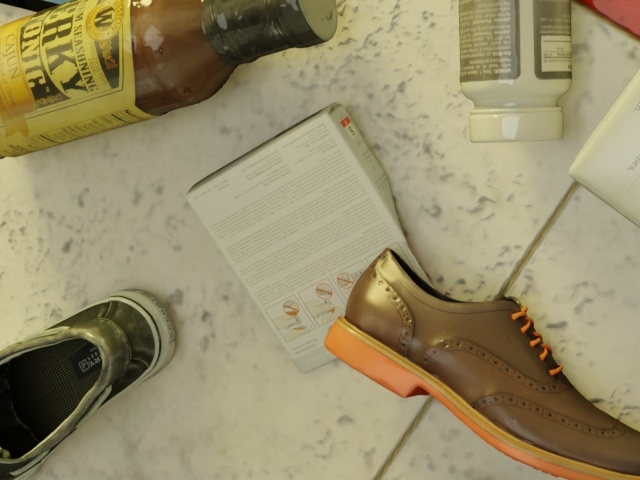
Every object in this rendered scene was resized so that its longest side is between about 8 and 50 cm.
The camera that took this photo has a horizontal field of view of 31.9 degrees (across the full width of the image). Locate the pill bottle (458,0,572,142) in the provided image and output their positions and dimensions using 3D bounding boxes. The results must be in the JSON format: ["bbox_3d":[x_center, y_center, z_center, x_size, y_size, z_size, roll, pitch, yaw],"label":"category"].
[{"bbox_3d":[0.135,-0.137,0.779,0.078,0.078,0.137,1,97,24],"label":"pill bottle"}]

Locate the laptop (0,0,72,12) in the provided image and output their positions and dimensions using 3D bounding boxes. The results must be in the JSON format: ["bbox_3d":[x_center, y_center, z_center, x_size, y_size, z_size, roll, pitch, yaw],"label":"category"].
[{"bbox_3d":[-0.263,-0.322,0.903,0.234,0.264,0.136,17,67,21],"label":"laptop"}]

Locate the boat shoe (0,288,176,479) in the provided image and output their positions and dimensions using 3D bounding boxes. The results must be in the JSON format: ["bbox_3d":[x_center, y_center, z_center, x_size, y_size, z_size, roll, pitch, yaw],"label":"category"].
[{"bbox_3d":[-0.278,0.145,0.983,0.335,0.119,0.121,-38,81,24],"label":"boat shoe"}]

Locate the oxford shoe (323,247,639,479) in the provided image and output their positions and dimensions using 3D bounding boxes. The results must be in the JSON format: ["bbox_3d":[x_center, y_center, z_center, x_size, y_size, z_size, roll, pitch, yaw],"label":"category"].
[{"bbox_3d":[0.138,0.095,0.803,0.271,0.097,0.098,26,94,13],"label":"oxford shoe"}]

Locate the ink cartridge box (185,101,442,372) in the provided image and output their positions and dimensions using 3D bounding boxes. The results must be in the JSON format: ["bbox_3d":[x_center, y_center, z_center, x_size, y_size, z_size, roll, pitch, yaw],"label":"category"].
[{"bbox_3d":[0.000,0.000,0.892,0.145,0.045,0.179,-28,103,24],"label":"ink cartridge box"}]

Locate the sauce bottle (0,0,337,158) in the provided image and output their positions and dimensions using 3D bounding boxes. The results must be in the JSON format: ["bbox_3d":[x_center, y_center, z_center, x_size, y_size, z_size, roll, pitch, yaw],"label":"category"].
[{"bbox_3d":[-0.153,-0.150,0.893,0.344,0.111,0.111,-14,91,24],"label":"sauce bottle"}]

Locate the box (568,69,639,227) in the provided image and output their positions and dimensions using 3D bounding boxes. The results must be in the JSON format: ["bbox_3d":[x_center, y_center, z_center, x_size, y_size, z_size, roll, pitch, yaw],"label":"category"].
[{"bbox_3d":[0.263,-0.082,0.671,0.119,0.181,0.182,39,110,15],"label":"box"}]
